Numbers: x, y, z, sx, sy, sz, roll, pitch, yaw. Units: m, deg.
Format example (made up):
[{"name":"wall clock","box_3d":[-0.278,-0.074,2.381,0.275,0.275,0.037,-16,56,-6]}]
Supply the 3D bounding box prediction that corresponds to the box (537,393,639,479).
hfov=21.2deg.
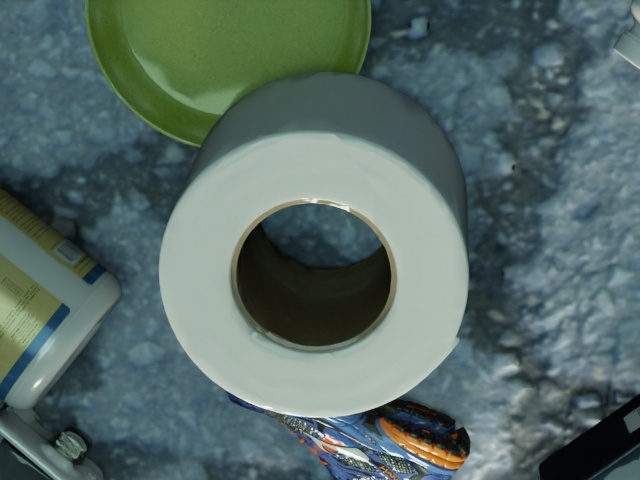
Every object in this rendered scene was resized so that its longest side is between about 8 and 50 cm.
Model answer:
[{"name":"box","box_3d":[0.383,0.234,1.389,0.296,0.183,0.294,-37,90,8]}]

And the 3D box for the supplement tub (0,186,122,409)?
[{"name":"supplement tub","box_3d":[-0.287,0.035,1.468,0.200,0.144,0.144,38,103,-1]}]

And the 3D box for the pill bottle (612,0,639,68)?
[{"name":"pill bottle","box_3d":[0.308,-0.199,1.382,0.086,0.086,0.152,35,102,-1]}]

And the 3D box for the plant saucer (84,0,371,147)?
[{"name":"plant saucer","box_3d":[-0.076,-0.194,1.438,0.241,0.037,0.241,2,111,5]}]

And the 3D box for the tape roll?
[{"name":"tape roll","box_3d":[0.000,0.000,1.397,0.246,0.169,0.246,1,112,3]}]

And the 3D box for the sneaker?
[{"name":"sneaker","box_3d":[0.016,0.172,1.495,0.221,0.083,0.087,23,111,5]}]

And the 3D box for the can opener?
[{"name":"can opener","box_3d":[-0.308,0.147,1.529,0.280,0.074,0.093,44,103,-3]}]
